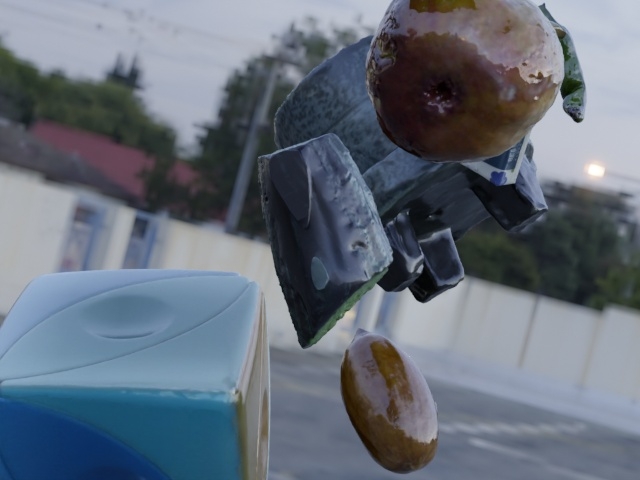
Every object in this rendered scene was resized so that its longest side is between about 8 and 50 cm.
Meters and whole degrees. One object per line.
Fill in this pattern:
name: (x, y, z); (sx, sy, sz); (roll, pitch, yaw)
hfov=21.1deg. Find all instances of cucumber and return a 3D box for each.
cucumber: (0.000, 0.000, 1.643); (0.115, 0.193, 0.086); (-17, -1, 15)

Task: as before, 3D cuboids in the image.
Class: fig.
fig: (0.147, -0.156, 1.443); (0.159, 0.159, 0.257); (14, 23, 29)

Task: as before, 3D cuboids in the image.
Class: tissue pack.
tissue pack: (0.193, -0.109, 1.875); (0.042, 0.083, 0.062); (-10, 36, -45)

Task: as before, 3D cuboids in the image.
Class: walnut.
walnut: (0.082, 0.195, 2.125); (0.116, 0.116, 0.207); (16, 42, -51)

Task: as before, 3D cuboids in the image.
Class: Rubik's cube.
Rubik's cube: (-0.246, 0.255, 2.273); (0.352, 0.352, 0.347); (-1, 25, 4)

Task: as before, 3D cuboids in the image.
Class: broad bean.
broad bean: (0.349, -0.246, 2.457); (0.046, 0.195, 0.061); (-17, -26, 9)

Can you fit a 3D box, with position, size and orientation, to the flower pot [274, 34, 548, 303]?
flower pot: (0.126, -0.088, 2.092); (0.282, 0.299, 0.299); (60, 17, 20)
